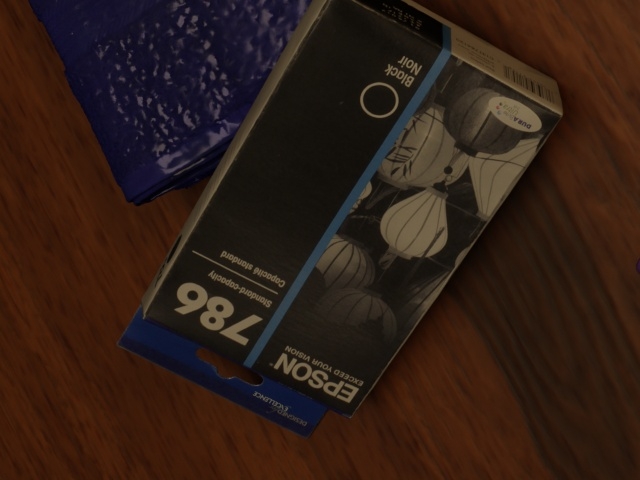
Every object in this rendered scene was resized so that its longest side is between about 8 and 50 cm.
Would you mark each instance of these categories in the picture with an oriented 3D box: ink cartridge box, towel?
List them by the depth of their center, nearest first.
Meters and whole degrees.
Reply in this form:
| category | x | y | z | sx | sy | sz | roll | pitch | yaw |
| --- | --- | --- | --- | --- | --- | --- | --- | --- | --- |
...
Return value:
| category | x | y | z | sx | sy | sz | roll | pitch | yaw |
| --- | --- | --- | --- | --- | --- | --- | --- | --- | --- |
| ink cartridge box | 0.000 | 0.000 | 0.929 | 0.165 | 0.065 | 0.333 | 26 | 118 | -11 |
| towel | -0.105 | -0.206 | 0.985 | 0.227 | 0.076 | 0.308 | -28 | 85 | 24 |

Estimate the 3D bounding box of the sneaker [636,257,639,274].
| category | x | y | z | sx | sy | sz | roll | pitch | yaw |
| --- | --- | --- | --- | --- | --- | --- | --- | --- | --- |
| sneaker | 0.258 | 0.069 | 0.819 | 0.161 | 0.102 | 0.282 | 12 | 96 | 31 |
